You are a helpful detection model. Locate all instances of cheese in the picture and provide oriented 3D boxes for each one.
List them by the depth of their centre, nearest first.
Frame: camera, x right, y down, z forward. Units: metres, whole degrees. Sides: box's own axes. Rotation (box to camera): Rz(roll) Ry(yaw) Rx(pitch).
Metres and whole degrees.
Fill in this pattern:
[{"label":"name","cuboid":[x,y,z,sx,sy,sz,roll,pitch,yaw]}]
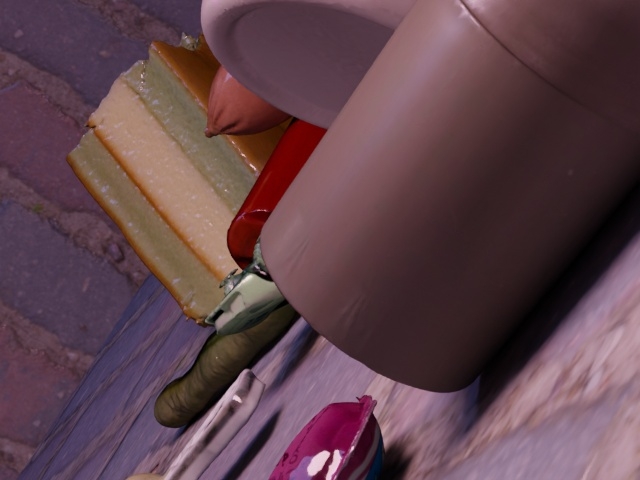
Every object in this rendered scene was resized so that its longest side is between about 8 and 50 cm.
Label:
[{"label":"cheese","cuboid":[-0.009,0.117,0.843,0.145,0.038,0.095,-58,2,46]},{"label":"cheese","cuboid":[-0.103,0.166,1.208,0.235,0.050,0.127,-51,6,24]}]

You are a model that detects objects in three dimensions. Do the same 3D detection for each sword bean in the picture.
[{"label":"sword bean","cuboid":[-0.069,0.081,1.429,0.269,0.038,0.043,-48,16,55]}]

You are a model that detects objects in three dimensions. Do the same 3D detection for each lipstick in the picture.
[{"label":"lipstick","cuboid":[-0.001,-0.060,1.486,0.073,0.073,0.280,-51,8,32]}]

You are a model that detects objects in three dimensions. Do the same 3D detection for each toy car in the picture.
[{"label":"toy car","cuboid":[0.000,0.000,1.246,0.186,0.058,0.093,-46,1,-27]}]

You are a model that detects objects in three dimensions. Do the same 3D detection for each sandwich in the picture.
[{"label":"sandwich","cuboid":[-0.112,-0.061,1.718,0.155,0.198,0.227,-53,7,23]}]

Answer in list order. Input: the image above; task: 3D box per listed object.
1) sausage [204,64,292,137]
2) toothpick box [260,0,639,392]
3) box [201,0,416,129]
[{"label":"sausage","cuboid":[0.071,-0.228,1.499,0.433,0.088,0.088,-45,7,-2]},{"label":"toothpick box","cuboid":[0.068,-0.042,0.750,0.181,0.111,0.111,-54,7,24]},{"label":"box","cuboid":[0.033,-0.177,1.175,0.291,0.262,0.206,124,166,-67]}]
